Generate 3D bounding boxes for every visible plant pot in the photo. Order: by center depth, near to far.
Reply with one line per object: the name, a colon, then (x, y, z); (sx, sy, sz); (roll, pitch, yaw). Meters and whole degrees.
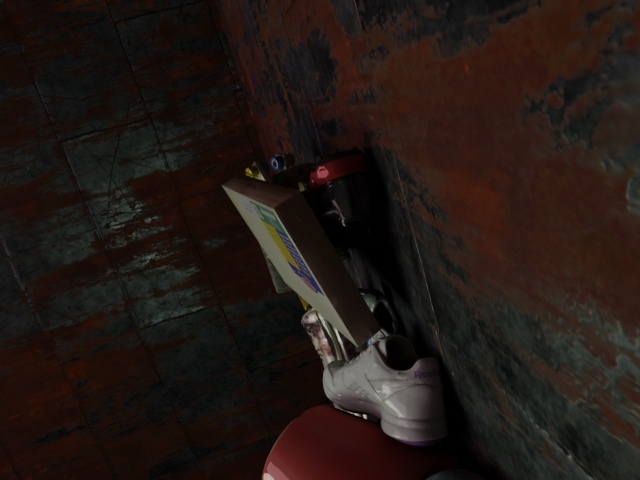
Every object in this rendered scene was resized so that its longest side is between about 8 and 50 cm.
plant pot: (0.055, 0.411, 0.837); (0.243, 0.275, 0.274); (21, 137, 40)

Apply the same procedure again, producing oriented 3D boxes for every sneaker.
sneaker: (0.036, -0.040, 0.848); (0.276, 0.098, 0.135); (103, 150, -75)
sneaker: (0.104, 0.223, 0.861); (0.305, 0.114, 0.152); (0, 89, 61)
sneaker: (0.118, 0.182, 0.940); (0.083, 0.071, 0.190); (176, 75, -77)

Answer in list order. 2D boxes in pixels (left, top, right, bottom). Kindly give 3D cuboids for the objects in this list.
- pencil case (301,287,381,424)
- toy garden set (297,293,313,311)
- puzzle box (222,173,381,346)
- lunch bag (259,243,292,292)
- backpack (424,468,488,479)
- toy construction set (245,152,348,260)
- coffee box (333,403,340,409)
pencil case: (0.091, 0.302, 1.069); (0.410, 0.160, 0.183); (69, -168, 17)
toy garden set: (0.026, 0.253, 1.533); (0.204, 0.049, 0.244); (27, -147, -49)
puzzle box: (-0.054, 0.014, 0.958); (0.272, 0.052, 0.409); (60, 168, -21)
lunch bag: (-0.091, -0.015, 1.636); (0.287, 0.169, 0.235); (-93, -11, -58)
backpack: (0.185, 0.390, 0.651); (0.115, 0.152, 0.181); (-179, 82, -74)
toy construction set: (-0.036, -0.045, 1.176); (0.215, 0.151, 0.327); (-3, 120, 54)
coffee box: (0.138, 0.496, 1.331); (0.168, 0.119, 0.297); (115, 137, -65)
